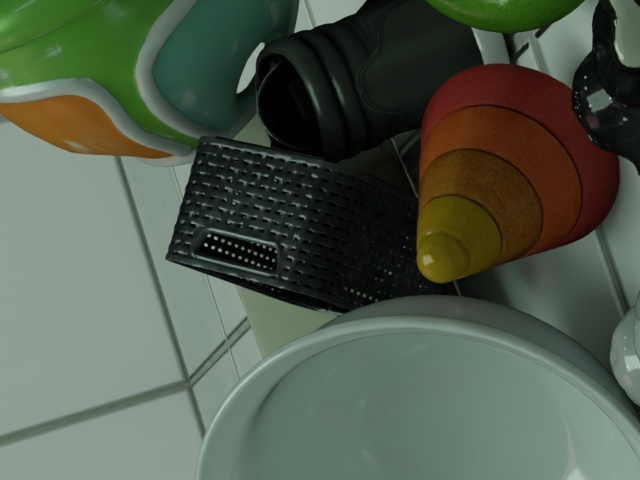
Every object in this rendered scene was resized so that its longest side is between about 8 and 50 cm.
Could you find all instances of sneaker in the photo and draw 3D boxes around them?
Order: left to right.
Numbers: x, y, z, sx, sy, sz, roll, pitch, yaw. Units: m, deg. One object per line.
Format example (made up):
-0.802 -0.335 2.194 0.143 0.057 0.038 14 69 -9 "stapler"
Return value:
0.015 -0.114 1.318 0.296 0.147 0.104 -165 58 -77 "sneaker"

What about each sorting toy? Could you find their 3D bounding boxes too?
0.071 -0.120 0.999 0.127 0.126 0.365 10 127 26 "sorting toy"

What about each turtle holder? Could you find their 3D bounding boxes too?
-0.125 -0.198 1.328 0.227 0.243 0.320 52 -144 -33 "turtle holder"

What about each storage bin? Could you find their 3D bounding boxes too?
0.000 0.000 1.245 0.180 0.122 0.084 21 -97 -58 "storage bin"

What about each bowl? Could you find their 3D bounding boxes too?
0.081 0.143 1.193 0.134 0.298 0.297 -63 -32 -57 "bowl"

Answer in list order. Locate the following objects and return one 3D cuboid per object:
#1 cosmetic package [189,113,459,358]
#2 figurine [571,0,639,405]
0.026 0.048 1.417 0.160 0.113 0.309 25 -141 -60 "cosmetic package"
0.167 -0.015 0.886 0.209 0.092 0.214 100 164 -82 "figurine"
